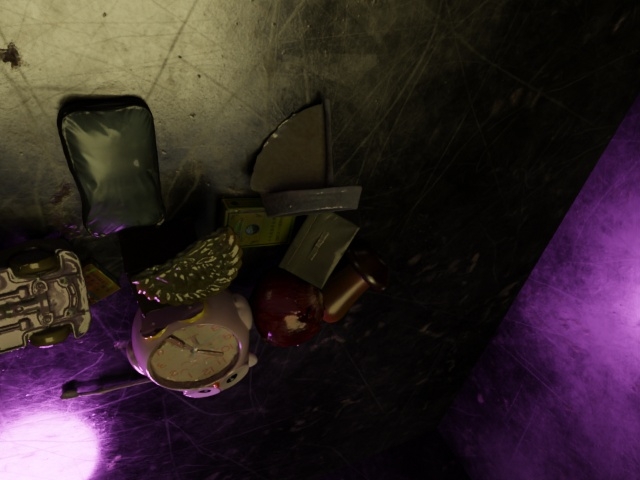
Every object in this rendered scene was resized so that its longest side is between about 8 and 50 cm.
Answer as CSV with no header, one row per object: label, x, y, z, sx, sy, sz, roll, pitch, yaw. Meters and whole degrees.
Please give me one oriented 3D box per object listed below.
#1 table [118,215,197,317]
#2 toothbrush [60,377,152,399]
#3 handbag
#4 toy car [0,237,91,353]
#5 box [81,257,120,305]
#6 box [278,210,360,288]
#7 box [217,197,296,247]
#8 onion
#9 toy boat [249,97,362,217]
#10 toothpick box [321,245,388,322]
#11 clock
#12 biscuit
table,-0.408,0.068,1.135,0.193,0.169,0.172,-18,134,-19
toothbrush,-0.705,0.496,1.425,0.295,0.026,0.028,0,111,-31
handbag,-0.465,-0.152,0.972,0.192,0.075,0.331,-20,131,-32
toy car,-0.747,0.133,0.981,0.336,0.227,0.241,-17,116,-39
box,-0.665,0.138,1.141,0.193,0.030,0.121,-31,136,-5
box,0.000,0.000,1.283,0.149,0.155,0.231,30,106,-4
box,-0.186,-0.052,1.242,0.220,0.064,0.140,-3,129,-27
onion,-0.112,0.208,1.362,0.277,0.276,0.276,-17,133,-19
toy boat,-0.053,-0.183,1.128,0.276,0.293,0.111,-21,177,5
toothpick box,0.105,0.154,1.511,0.294,0.192,0.192,-44,136,17
clock,-0.376,0.299,1.294,0.369,0.250,0.376,-24,129,-8
biscuit,-0.307,0.086,1.064,0.274,0.036,0.187,-32,136,-5
